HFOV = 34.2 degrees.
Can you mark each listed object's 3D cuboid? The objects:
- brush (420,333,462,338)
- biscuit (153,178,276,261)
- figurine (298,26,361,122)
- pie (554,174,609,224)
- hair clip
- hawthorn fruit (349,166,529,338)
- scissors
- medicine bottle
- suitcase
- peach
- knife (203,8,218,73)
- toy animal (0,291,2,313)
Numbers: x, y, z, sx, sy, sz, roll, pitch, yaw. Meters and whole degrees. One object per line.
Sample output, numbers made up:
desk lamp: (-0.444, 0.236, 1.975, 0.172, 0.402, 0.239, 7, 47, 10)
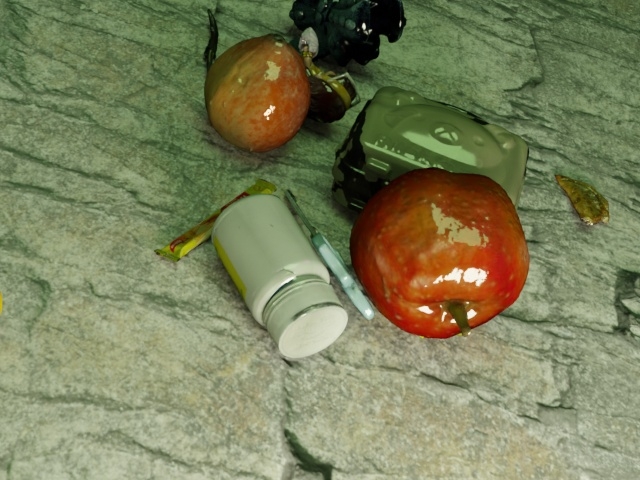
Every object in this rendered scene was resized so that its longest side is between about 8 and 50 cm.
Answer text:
brush: (0.204, 0.153, 1.766, 0.083, 0.021, 0.018, -4, 43, -23)
biscuit: (-0.178, -0.036, 1.825, 0.048, 0.026, 0.292, 18, 37, 29)
figurine: (-0.019, -0.323, 2.112, 0.116, 0.174, 0.240, -31, 44, -7)
pie: (0.546, -0.081, 2.135, 0.092, 0.034, 0.170, 6, 37, -12)
hair clip: (0.043, -0.495, 2.266, 0.195, 0.206, 0.310, -9, 44, -35)
hawthorn fruit: (0.199, 0.040, 1.687, 0.287, 0.287, 0.330, 5, 38, -15)
scissors: (0.001, -0.001, 1.795, 0.029, 0.191, 0.360, -34, 38, 2)
medicine bottle: (-0.066, 0.055, 1.680, 0.143, 0.143, 0.258, -11, 48, -30)
suitcase: (0.218, -0.160, 1.978, 0.352, 0.194, 0.339, 23, 39, 4)
peach: (-0.118, -0.290, 1.969, 0.233, 0.232, 0.232, 10, 42, -10)
knife: (-0.232, -0.410, 2.203, 0.021, 0.045, 0.222, -18, 46, 15)
toy animal: (-0.526, 0.107, 1.513, 0.114, 0.082, 0.091, 7, 84, -36)
